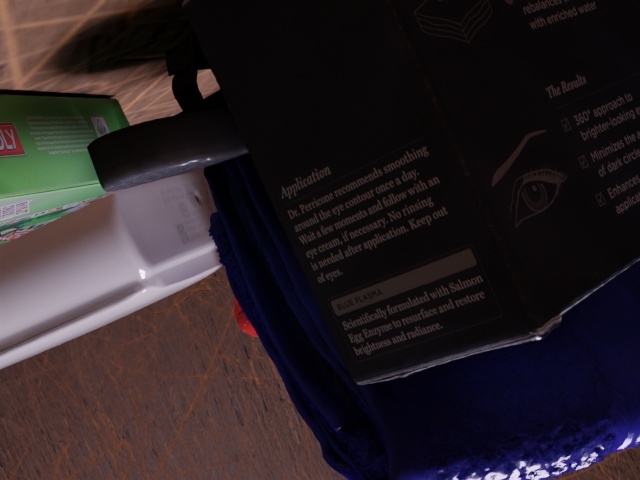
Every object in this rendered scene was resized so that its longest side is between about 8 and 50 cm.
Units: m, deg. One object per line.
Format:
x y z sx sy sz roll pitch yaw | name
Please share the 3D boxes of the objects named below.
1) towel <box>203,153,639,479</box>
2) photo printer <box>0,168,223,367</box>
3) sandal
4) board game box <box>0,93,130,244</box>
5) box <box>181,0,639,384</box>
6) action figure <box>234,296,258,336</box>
0.114 0.021 0.559 0.308 0.228 0.076 -7 133 -24 | towel
-0.233 0.036 0.884 0.307 0.107 0.256 -23 -179 14 | photo printer
-0.022 -0.085 0.517 0.097 0.054 0.254 -14 -164 35 | sandal
-0.217 0.005 0.432 0.213 0.046 0.317 -24 -179 12 | board game box
0.058 -0.052 0.429 0.156 0.158 0.093 -25 -179 -44 | box
0.000 0.000 0.827 0.139 0.091 0.280 2 151 -7 | action figure
